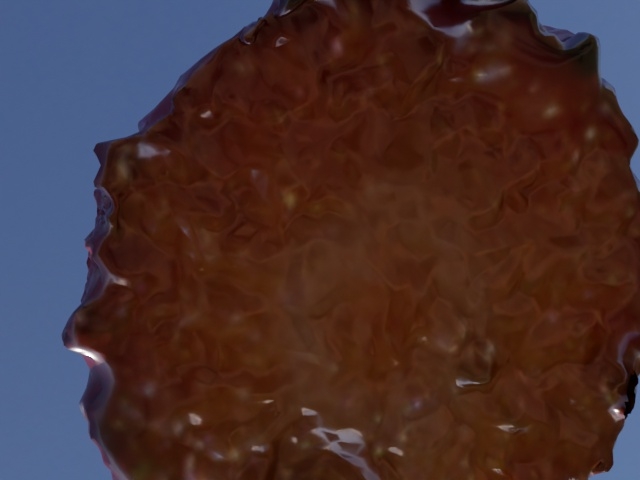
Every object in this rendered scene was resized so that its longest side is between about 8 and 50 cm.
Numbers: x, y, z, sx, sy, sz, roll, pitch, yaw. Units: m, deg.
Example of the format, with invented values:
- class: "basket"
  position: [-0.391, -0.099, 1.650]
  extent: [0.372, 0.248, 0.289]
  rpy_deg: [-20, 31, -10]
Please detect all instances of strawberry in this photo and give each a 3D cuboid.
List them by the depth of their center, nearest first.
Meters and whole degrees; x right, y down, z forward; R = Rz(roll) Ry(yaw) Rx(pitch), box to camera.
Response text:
- class: "strawberry"
  position: [0.000, 0.000, 0.627]
  extent: [0.233, 0.178, 0.234]
  rpy_deg: [-5, -75, -20]
